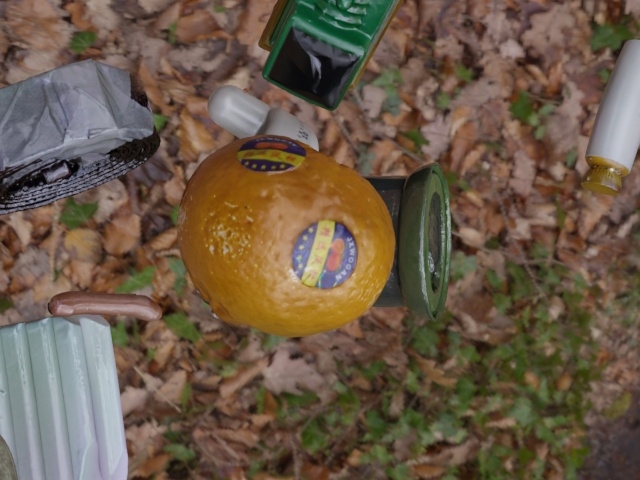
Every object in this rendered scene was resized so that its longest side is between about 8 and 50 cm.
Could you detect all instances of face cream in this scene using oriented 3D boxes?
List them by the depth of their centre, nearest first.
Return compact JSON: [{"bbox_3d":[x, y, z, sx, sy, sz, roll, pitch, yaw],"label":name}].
[{"bbox_3d":[0.353,-0.143,1.133,0.072,0.051,0.182,23,82,-46],"label":"face cream"}]

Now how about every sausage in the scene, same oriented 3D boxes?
[{"bbox_3d":[-0.326,0.099,1.474,0.186,0.043,0.043,7,101,-41],"label":"sausage"}]

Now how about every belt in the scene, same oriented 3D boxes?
[{"bbox_3d":[-0.380,-0.154,1.355,0.289,0.184,0.164,-20,73,-8],"label":"belt"}]

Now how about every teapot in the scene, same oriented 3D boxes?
[{"bbox_3d":[0.000,0.000,1.287,0.270,0.337,0.200,-4,94,-73],"label":"teapot"}]

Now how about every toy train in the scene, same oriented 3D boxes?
[{"bbox_3d":[0.038,-0.365,1.371,0.178,0.249,0.429,25,130,-7],"label":"toy train"}]

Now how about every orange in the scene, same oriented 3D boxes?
[{"bbox_3d":[-0.028,-0.002,0.766,0.177,0.177,0.155,13,95,-33],"label":"orange"}]

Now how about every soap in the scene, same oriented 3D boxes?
[{"bbox_3d":[-0.430,0.297,1.573,0.115,0.208,0.347,3,76,-64],"label":"soap"}]

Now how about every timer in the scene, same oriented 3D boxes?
[{"bbox_3d":[-0.116,-0.126,1.649,0.240,0.233,0.233,31,88,-15],"label":"timer"}]

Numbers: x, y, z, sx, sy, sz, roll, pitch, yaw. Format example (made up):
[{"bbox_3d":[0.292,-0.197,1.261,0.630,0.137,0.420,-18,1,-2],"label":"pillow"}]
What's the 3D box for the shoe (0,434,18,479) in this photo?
[{"bbox_3d":[-0.378,0.271,0.773,0.159,0.316,0.124,-5,114,17],"label":"shoe"}]
